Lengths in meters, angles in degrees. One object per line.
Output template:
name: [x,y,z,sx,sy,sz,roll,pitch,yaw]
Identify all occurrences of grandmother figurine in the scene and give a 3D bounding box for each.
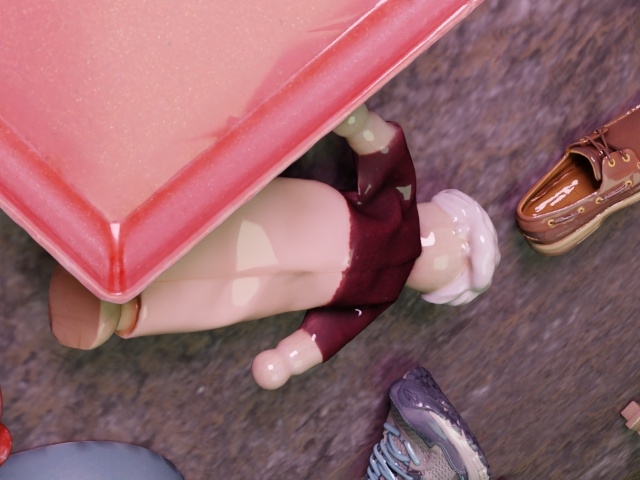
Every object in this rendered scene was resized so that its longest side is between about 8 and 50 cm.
grandmother figurine: [0.000,0.000,0.605,0.342,0.104,0.208,2,122,-40]

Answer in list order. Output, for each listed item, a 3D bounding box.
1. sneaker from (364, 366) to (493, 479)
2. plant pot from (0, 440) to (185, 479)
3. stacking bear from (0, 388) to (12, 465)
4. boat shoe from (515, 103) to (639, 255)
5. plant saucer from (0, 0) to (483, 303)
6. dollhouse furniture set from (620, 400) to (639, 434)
sneaker: [0.099,0.236,0.881,0.122,0.110,0.283,-28,138,-5]
plant pot: [-0.203,0.328,0.685,0.290,0.195,0.290,-20,136,-20]
stacking bear: [-0.309,0.117,0.447,0.289,0.164,0.175,-18,92,-37]
boat shoe: [0.238,-0.061,0.737,0.178,0.064,0.060,-42,141,9]
plant saucer: [-0.085,-0.141,0.393,0.258,0.048,0.259,-40,115,3]
dollhouse furniture set: [0.444,0.206,1.097,0.182,0.101,0.161,21,113,-45]
